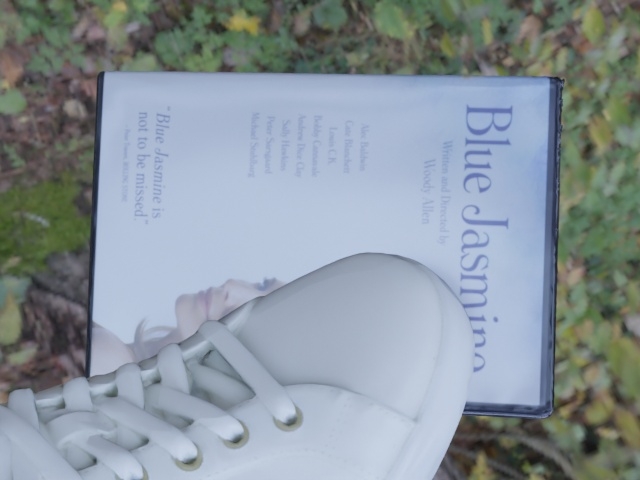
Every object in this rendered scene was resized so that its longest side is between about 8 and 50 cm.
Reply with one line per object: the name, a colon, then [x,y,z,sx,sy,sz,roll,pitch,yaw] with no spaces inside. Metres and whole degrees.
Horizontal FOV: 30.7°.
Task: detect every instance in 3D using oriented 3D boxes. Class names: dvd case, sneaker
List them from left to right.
sneaker: [-0.075,0.083,0.357,0.290,0.106,0.123,-39,131,-13]
dvd case: [0.000,0.000,0.626,0.253,0.180,0.022,2,177,6]
